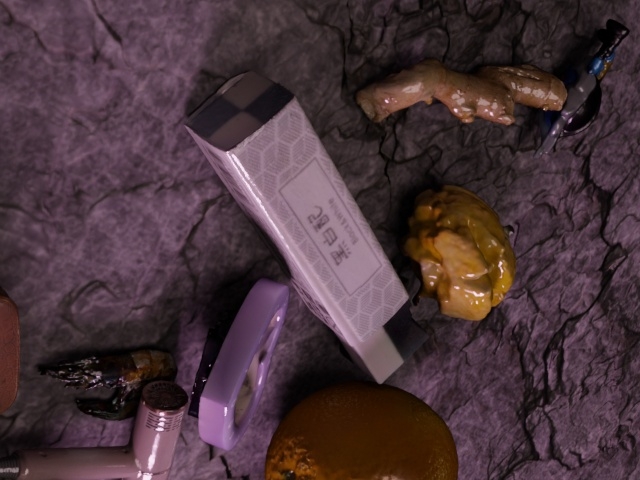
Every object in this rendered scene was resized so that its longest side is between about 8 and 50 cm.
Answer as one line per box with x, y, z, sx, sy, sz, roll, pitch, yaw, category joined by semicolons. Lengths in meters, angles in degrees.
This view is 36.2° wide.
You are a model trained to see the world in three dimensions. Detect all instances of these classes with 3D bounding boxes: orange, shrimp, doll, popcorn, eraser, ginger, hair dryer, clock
0.051;0.277;1.188;0.236;0.236;0.236;-18;124;-29;orange
-0.223;0.155;1.032;0.161;0.034;0.091;8;109;-42;shrimp
0.327;-0.186;1.244;0.195;0.070;0.096;-58;169;-1;doll
0.168;0.016;1.186;0.152;0.167;0.148;-26;161;3;popcorn
0.000;0.000;1.074;0.096;0.098;0.404;-43;133;-11;eraser
0.172;-0.169;1.133;0.288;0.089;0.075;-9;164;-32;ginger
-0.255;0.254;1.026;0.220;0.054;0.195;-8;126;-38;hair dryer
-0.099;0.138;1.066;0.172;0.064;0.198;-43;151;-69;clock

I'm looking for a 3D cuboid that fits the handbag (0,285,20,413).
-0.371;0.112;0.868;0.193;0.072;0.151;-12;121;-34;handbag
